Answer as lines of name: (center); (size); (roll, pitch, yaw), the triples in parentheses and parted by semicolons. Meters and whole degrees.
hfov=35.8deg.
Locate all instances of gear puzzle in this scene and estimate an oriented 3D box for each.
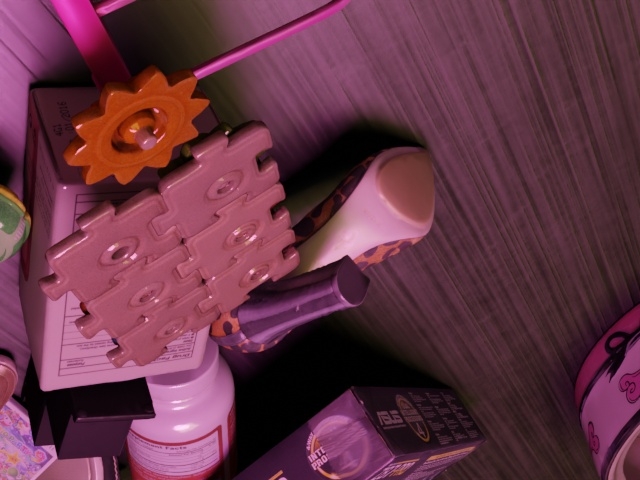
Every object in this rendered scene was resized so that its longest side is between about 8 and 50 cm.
gear puzzle: (-0.107, -0.014, 0.666); (0.175, 0.044, 0.339); (-33, 159, -9)

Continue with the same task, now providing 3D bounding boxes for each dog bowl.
dog bowl: (0.545, 0.202, 1.407); (0.408, 0.150, 0.408); (-15, 137, -15)

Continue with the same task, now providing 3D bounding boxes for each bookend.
bookend: (-0.227, 0.155, 0.948); (0.072, 0.157, 0.156); (2, 130, -29)

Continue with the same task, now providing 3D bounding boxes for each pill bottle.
pill bottle: (-0.149, 0.182, 1.043); (0.121, 0.121, 0.216); (-13, 137, -16)

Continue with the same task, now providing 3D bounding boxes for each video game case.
video game case: (-0.334, 0.224, 1.036); (0.087, 0.011, 0.122); (43, 108, -9)

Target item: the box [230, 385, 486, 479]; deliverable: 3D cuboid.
box: (0.006, 0.298, 1.163); (0.318, 0.097, 0.395); (-37, 160, 14)

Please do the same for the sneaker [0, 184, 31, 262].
sneaker: (-0.361, 0.042, 0.776); (0.295, 0.123, 0.109); (-21, 142, 1)

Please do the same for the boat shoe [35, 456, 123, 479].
boat shoe: (-0.261, 0.323, 1.138); (0.113, 0.127, 0.340); (-23, 131, -46)

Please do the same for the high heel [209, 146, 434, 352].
high heel: (0.000, 0.000, 0.931); (0.186, 0.261, 0.093); (-23, 110, 39)

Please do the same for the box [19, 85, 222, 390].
box: (-0.168, -0.002, 0.839); (0.148, 0.127, 0.232); (-5, 135, -26)

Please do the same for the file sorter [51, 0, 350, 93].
file sorter: (-0.114, -0.256, 0.557); (0.182, 0.202, 0.291); (-27, 139, -4)

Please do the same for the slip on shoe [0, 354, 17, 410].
slip on shoe: (-0.344, 0.168, 0.980); (0.051, 0.041, 0.135); (33, 113, -31)
